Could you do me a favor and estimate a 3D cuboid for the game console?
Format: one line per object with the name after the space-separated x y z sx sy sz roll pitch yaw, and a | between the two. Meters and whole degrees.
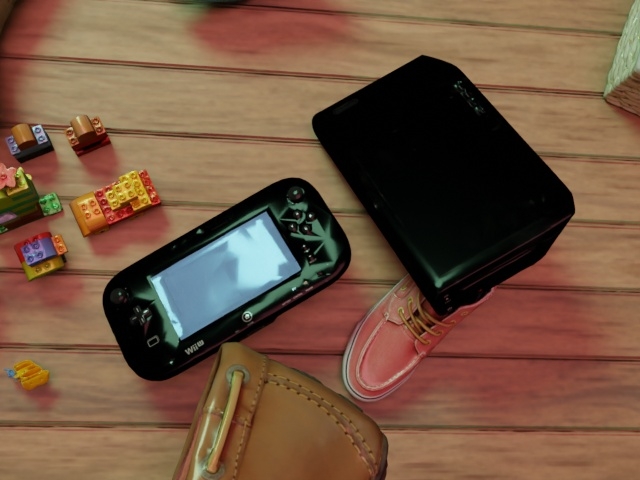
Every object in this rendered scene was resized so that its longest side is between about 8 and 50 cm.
0.000 0.000 0.637 0.361 0.044 0.213 -30 56 -3 | game console

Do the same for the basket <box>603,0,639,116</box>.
0.343 -0.191 0.724 0.113 0.103 0.167 23 78 -3 | basket

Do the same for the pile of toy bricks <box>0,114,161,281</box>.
-0.242 -0.030 0.618 0.212 0.105 0.118 -26 85 -11 | pile of toy bricks

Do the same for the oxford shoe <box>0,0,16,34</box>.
-0.273 -0.248 0.646 0.130 0.123 0.348 -4 82 -14 | oxford shoe

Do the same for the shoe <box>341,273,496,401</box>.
0.085 0.058 0.658 0.063 0.081 0.178 40 78 1 | shoe

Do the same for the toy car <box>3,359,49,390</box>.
-0.268 0.148 0.631 0.122 0.060 0.040 -37 42 -28 | toy car

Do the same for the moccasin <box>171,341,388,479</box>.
-0.101 0.226 0.391 0.147 0.139 0.380 32 70 -6 | moccasin
